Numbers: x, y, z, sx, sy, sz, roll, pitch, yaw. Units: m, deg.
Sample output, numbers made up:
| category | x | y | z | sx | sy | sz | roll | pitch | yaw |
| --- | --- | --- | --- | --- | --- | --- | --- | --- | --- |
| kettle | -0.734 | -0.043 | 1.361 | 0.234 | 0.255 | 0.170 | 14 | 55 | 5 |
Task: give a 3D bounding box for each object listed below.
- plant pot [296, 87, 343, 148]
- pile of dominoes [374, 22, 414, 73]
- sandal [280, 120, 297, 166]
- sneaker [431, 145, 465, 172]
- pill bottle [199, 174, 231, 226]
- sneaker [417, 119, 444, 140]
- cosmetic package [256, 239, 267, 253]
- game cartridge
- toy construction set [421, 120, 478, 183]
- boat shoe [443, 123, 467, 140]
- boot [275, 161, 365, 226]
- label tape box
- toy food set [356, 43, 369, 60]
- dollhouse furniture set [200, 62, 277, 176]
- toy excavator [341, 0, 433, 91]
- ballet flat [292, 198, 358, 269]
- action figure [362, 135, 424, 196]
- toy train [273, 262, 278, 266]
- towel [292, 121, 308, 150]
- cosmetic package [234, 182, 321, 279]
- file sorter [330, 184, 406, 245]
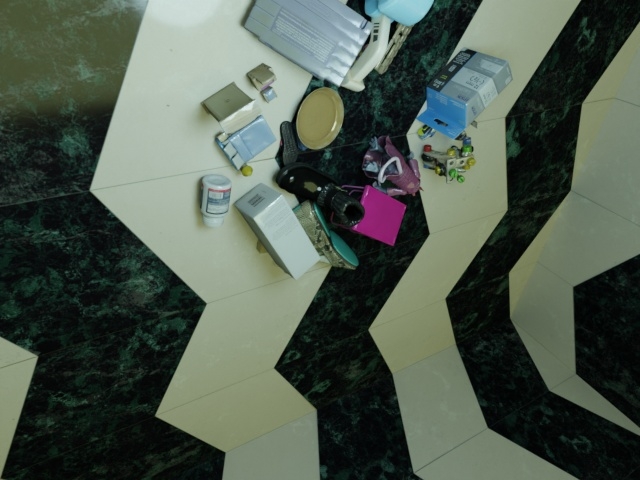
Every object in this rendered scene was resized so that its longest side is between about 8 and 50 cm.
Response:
| category | x | y | z | sx | sy | sz | roll | pitch | yaw |
| --- | --- | --- | --- | --- | --- | --- | --- | --- | --- |
| plant pot | -0.007 | -0.473 | 1.666 | 0.236 | 0.032 | 0.236 | -25 | 130 | -33 |
| pile of dominoes | 0.273 | -0.751 | 1.616 | 0.251 | 0.040 | 0.196 | -57 | 174 | 17 |
| sandal | -0.130 | -0.378 | 1.682 | 0.067 | 0.040 | 0.179 | -19 | 118 | -30 |
| sneaker | 0.642 | -0.418 | 2.181 | 0.229 | 0.086 | 0.132 | 1 | 100 | -23 |
| pill bottle | -0.397 | -0.147 | 1.618 | 0.108 | 0.108 | 0.180 | -6 | 127 | -32 |
| sneaker | 0.520 | -0.524 | 2.016 | 0.144 | 0.053 | 0.059 | -33 | 142 | -2 |
| cosmetic package | -0.240 | -0.002 | 1.894 | 0.060 | 0.041 | 0.115 | -8 | 127 | -31 |
| game cartridge | -0.038 | -0.676 | 1.369 | 0.355 | 0.068 | 0.230 | 29 | 108 | -13 |
| toy construction set | 0.629 | -0.397 | 1.962 | 0.258 | 0.237 | 0.308 | 11 | 120 | -14 |
| boat shoe | 0.671 | -0.527 | 2.107 | 0.183 | 0.066 | 0.066 | 13 | 115 | -41 |
| boot | 0.009 | -0.183 | 1.743 | 0.348 | 0.260 | 0.131 | 4 | 129 | -44 |
| label tape box | 0.592 | -0.631 | 1.833 | 0.348 | 0.249 | 0.115 | -45 | 137 | 3 |
| toy food set | 0.179 | -0.708 | 1.645 | 0.122 | 0.019 | 0.078 | 15 | 113 | -42 |
| dollhouse furniture set | -0.213 | -0.384 | 1.494 | 0.286 | 0.198 | 0.303 | -35 | 137 | -7 |
| toy excavator | 0.221 | -0.769 | 1.440 | 0.222 | 0.433 | 0.444 | 6 | 88 | -39 |
| ballet flat | 0.000 | 0.000 | 2.011 | 0.182 | 0.164 | 0.483 | -26 | 133 | 15 |
| action figure | 0.365 | -0.311 | 1.932 | 0.370 | 0.276 | 0.248 | 31 | 96 | -32 |
| toy train | -0.164 | 0.049 | 1.992 | 0.125 | 0.046 | 0.166 | 1 | 129 | -17 |
| towel | -0.067 | -0.419 | 1.692 | 0.067 | 0.029 | 0.119 | -34 | 136 | -18 |
| cosmetic package | -0.172 | -0.032 | 1.759 | 0.155 | 0.197 | 0.365 | -42 | 130 | -13 |
| file sorter | 0.218 | -0.122 | 1.997 | 0.291 | 0.182 | 0.202 | 20 | 88 | -43 |
